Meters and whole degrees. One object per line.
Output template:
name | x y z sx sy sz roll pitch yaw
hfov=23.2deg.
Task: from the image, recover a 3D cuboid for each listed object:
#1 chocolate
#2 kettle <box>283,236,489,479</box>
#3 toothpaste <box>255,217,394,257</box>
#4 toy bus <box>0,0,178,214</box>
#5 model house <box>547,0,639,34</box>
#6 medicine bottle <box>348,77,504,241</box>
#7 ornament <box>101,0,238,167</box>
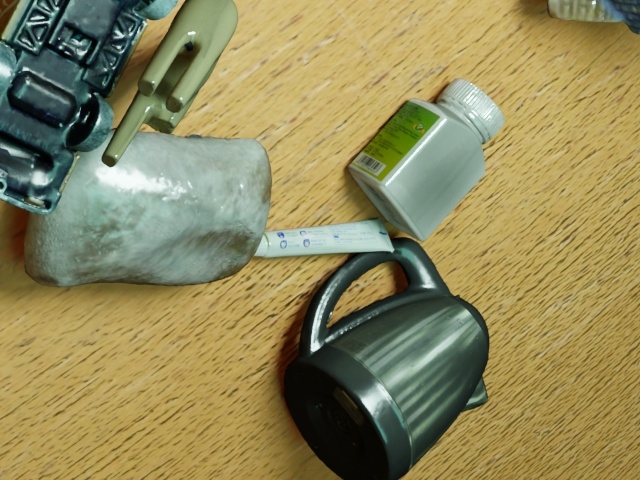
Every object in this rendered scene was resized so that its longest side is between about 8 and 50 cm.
chocolate | -0.180 -0.025 1.755 0.303 0.100 0.185 0 116 -37
kettle | 0.100 0.159 2.057 0.271 0.251 0.207 -33 158 -28
toothpaste | 0.000 0.000 1.976 0.218 0.052 0.033 -5 152 -34
toy bus | -0.286 -0.210 1.554 0.162 0.194 0.323 27 90 -43
model house | 0.434 -0.384 1.946 0.266 0.321 0.261 -11 111 -31
medicine bottle | 0.144 -0.111 1.997 0.188 0.088 0.132 -47 132 -9
ornament | -0.150 -0.177 1.643 0.061 0.230 0.245 31 52 -6
